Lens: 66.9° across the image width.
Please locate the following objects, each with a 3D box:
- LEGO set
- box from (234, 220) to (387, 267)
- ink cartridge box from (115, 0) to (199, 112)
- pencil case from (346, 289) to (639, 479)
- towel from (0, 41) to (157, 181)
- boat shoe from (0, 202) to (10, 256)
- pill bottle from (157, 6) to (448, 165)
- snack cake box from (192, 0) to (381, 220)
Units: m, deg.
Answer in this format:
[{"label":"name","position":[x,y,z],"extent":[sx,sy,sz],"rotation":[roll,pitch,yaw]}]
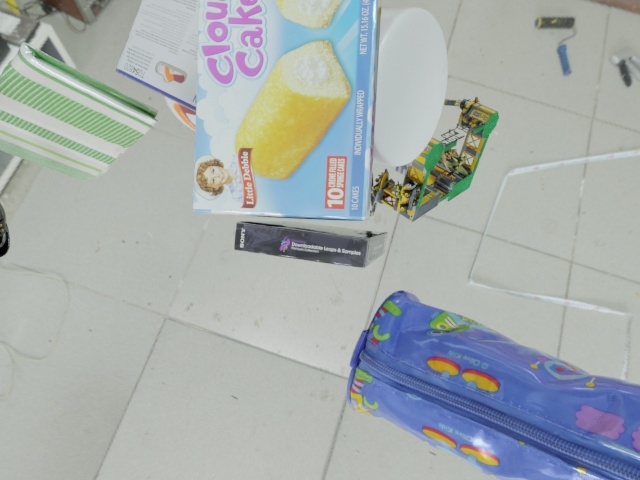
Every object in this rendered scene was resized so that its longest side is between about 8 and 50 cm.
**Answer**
[{"label":"LEGO set","position":[0.222,-0.202,1.088],"extent":[0.331,0.255,0.192],"rotation":[-36,57,-28]},{"label":"box","position":[0.000,0.000,0.474],"extent":[0.116,0.162,0.029],"rotation":[7,93,13]},{"label":"ink cartridge box","position":[-0.144,-0.281,0.611],"extent":[0.223,0.045,0.224],"rotation":[31,100,28]},{"label":"pencil case","position":[0.159,0.130,0.355],"extent":[0.306,0.133,0.119],"rotation":[15,82,40]},{"label":"towel","position":[-0.490,-0.220,0.923],"extent":[0.248,0.324,0.038],"rotation":[23,59,-38]},{"label":"boat shoe","position":[-0.601,-0.023,0.894],"extent":[0.042,0.133,0.049],"rotation":[41,41,19]},{"label":"pill bottle","position":[-0.035,-0.237,0.705],"extent":[0.392,0.224,0.224],"rotation":[20,67,35]},{"label":"snack cake box","position":[-0.025,-0.152,0.432],"extent":[0.152,0.089,0.264],"rotation":[3,94,8]}]
